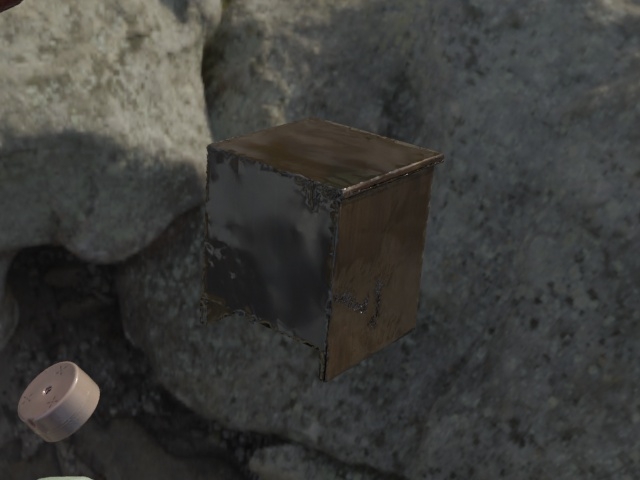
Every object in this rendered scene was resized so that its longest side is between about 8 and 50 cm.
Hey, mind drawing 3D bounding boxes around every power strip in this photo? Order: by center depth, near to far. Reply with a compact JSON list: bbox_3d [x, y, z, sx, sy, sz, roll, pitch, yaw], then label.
[{"bbox_3d":[-0.518,0.317,1.996,0.154,0.078,0.154,-25,33,18],"label":"power strip"}]

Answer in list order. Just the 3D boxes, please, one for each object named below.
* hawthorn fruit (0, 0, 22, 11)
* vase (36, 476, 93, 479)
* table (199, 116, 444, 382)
[{"bbox_3d":[-0.380,-0.318,1.036,0.189,0.190,0.251,0,22,-10],"label":"hawthorn fruit"},{"bbox_3d":[-0.103,0.330,0.749,0.360,0.165,0.165,41,57,-13],"label":"vase"},{"bbox_3d":[0.000,0.000,1.000,0.169,0.193,0.172,20,27,34],"label":"table"}]
